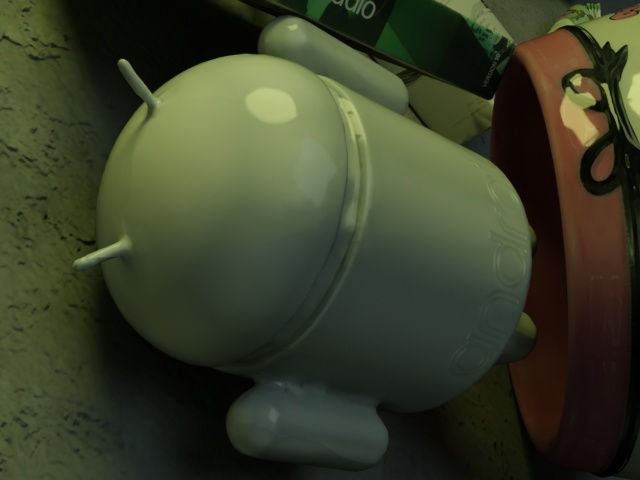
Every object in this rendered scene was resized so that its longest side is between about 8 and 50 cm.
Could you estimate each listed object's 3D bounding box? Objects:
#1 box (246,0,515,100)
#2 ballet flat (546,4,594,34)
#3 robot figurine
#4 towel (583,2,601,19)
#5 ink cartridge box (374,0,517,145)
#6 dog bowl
[{"bbox_3d":[-0.036,-0.206,0.857,0.322,0.058,0.232,15,11,-39],"label":"box"},{"bbox_3d":[0.318,-0.218,1.406,0.079,0.077,0.221,6,56,-18],"label":"ballet flat"},{"bbox_3d":[0.000,0.000,0.746,0.353,0.200,0.300,19,62,-40],"label":"robot figurine"},{"bbox_3d":[0.381,-0.226,1.477,0.113,0.023,0.152,55,24,-55],"label":"towel"},{"bbox_3d":[0.123,-0.206,1.149,0.190,0.082,0.139,52,36,-9],"label":"ink cartridge box"},{"bbox_3d":[0.237,0.005,0.906,0.408,0.150,0.408,175,-90,-90],"label":"dog bowl"}]
